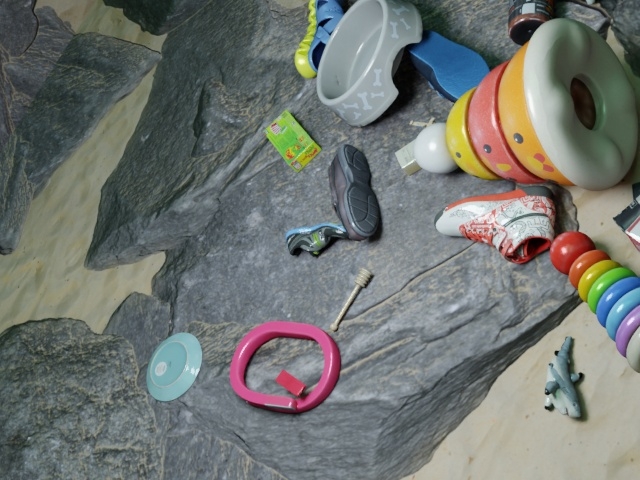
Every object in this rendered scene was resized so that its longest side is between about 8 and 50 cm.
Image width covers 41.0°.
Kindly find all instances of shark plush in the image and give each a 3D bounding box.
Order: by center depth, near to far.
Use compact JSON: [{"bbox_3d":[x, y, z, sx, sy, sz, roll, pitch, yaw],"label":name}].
[{"bbox_3d":[0.463,0.260,1.621,0.067,0.073,0.161,4,43,18],"label":"shark plush"}]

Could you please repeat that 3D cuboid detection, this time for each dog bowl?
[{"bbox_3d":[0.113,-0.470,2.194,0.349,0.102,0.349,-39,40,43],"label":"dog bowl"}]

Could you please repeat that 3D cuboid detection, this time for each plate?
[{"bbox_3d":[-0.386,0.323,2.219,0.188,0.024,0.188,-18,55,27],"label":"plate"}]

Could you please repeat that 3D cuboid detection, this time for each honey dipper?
[{"bbox_3d":[0.067,0.139,1.988,0.030,0.030,0.161,26,82,44],"label":"honey dipper"}]

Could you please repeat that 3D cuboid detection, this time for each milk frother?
[{"bbox_3d":[0.647,-0.030,1.589,0.135,0.143,0.129,-47,16,20],"label":"milk frother"}]

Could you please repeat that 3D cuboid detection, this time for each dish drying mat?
[{"bbox_3d":[-0.067,0.320,1.919,0.083,0.008,0.032,26,77,45],"label":"dish drying mat"}]

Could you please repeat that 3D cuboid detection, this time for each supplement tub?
[{"bbox_3d":[0.503,-0.569,2.047,0.106,0.106,0.198,-11,58,32],"label":"supplement tub"}]

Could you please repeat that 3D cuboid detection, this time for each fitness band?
[{"bbox_3d":[-0.084,0.292,1.996,0.291,0.054,0.209,2,62,37],"label":"fitness band"}]

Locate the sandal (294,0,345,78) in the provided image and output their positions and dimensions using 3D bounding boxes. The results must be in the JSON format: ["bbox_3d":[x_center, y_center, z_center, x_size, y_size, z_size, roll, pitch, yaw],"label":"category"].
[{"bbox_3d":[0.033,-0.605,2.423,0.138,0.126,0.317,0,72,33],"label":"sandal"}]

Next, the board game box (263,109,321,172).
[{"bbox_3d":[-0.078,-0.274,2.343,0.092,0.043,0.181,-44,46,7],"label":"board game box"}]

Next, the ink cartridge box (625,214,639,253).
[{"bbox_3d":[0.665,0.003,1.456,0.197,0.273,0.114,-48,42,2],"label":"ink cartridge box"}]

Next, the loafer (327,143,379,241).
[{"bbox_3d":[0.072,-0.104,2.101,0.095,0.109,0.302,-43,37,34],"label":"loafer"}]

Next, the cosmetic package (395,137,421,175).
[{"bbox_3d":[0.243,-0.213,2.066,0.115,0.041,0.060,-32,49,17],"label":"cosmetic package"}]

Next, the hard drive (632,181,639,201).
[{"bbox_3d":[0.661,-0.059,1.669,0.094,0.022,0.135,-13,56,31],"label":"hard drive"}]

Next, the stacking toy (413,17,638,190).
[{"bbox_3d":[0.393,-0.232,1.835,0.480,0.350,0.351,-17,53,49],"label":"stacking toy"}]

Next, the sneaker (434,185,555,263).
[{"bbox_3d":[0.365,-0.019,1.819,0.270,0.090,0.145,-14,53,27],"label":"sneaker"}]

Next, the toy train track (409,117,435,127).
[{"bbox_3d":[0.254,-0.289,2.124,0.083,0.014,0.048,14,73,42],"label":"toy train track"}]

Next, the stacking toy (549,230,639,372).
[{"bbox_3d":[0.538,0.095,1.600,0.141,0.141,0.330,-43,42,7],"label":"stacking toy"}]

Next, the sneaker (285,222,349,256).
[{"bbox_3d":[0.000,0.000,2.112,0.188,0.067,0.078,-11,78,30],"label":"sneaker"}]

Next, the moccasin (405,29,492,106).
[{"bbox_3d":[0.331,-0.401,2.071,0.137,0.117,0.342,-31,43,3],"label":"moccasin"}]

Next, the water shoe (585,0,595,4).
[{"bbox_3d":[0.645,-0.646,2.011,0.080,0.073,0.203,-12,57,29],"label":"water shoe"}]
